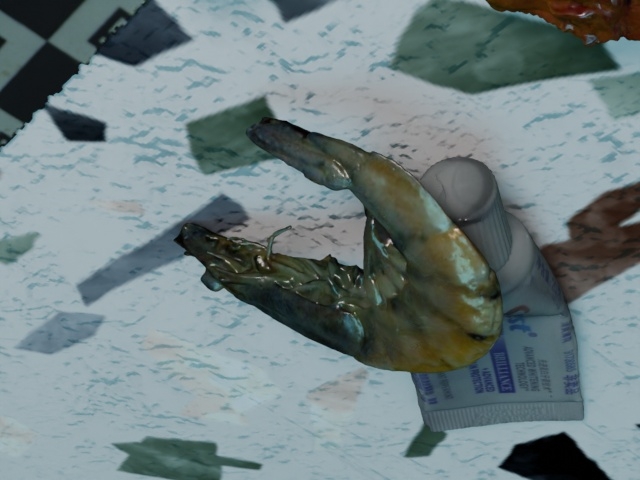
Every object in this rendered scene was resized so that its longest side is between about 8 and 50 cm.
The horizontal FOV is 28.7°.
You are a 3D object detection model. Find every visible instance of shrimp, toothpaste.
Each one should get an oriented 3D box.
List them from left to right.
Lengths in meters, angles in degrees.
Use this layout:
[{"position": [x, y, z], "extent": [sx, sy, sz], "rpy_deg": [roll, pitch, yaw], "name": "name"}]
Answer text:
[{"position": [0.000, 0.000, 0.686], "extent": [0.217, 0.051, 0.150], "rpy_deg": [14, 136, 30], "name": "shrimp"}, {"position": [0.097, 0.049, 0.760], "extent": [0.099, 0.068, 0.282], "rpy_deg": [21, 153, 27], "name": "toothpaste"}]

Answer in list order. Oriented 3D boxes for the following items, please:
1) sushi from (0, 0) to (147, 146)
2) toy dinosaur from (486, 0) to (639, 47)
[{"position": [-0.275, -0.141, 0.588], "extent": [0.343, 0.064, 0.359], "rpy_deg": [33, 132, -26], "name": "sushi"}, {"position": [0.259, -0.155, 0.471], "extent": [0.432, 0.097, 0.208], "rpy_deg": [-4, 152, 18], "name": "toy dinosaur"}]
